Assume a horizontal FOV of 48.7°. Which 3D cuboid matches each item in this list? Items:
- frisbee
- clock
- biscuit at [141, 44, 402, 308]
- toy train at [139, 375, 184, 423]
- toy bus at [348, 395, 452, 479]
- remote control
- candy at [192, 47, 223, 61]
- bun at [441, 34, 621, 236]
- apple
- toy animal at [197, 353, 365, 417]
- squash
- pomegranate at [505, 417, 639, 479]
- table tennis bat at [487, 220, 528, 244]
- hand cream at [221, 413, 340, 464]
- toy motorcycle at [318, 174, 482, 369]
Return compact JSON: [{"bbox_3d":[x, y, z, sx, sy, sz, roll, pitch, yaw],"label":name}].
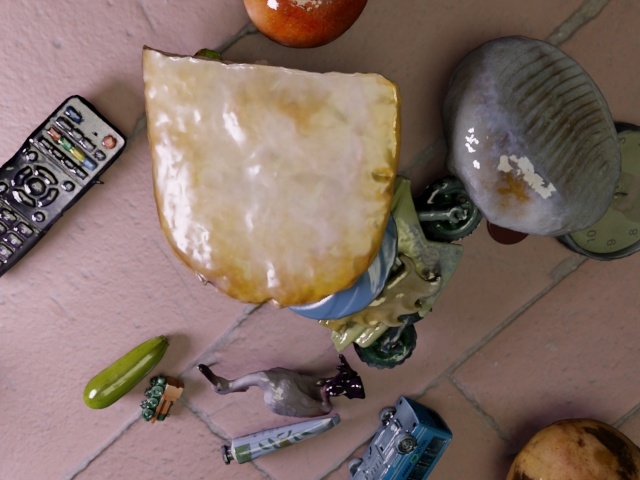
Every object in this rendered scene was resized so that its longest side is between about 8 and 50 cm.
[{"bbox_3d":[-0.002,0.001,1.260,0.290,0.049,0.289,-1,88,30],"label":"frisbee"},{"bbox_3d":[0.581,-0.092,1.398,0.281,0.055,0.280,-5,111,-13],"label":"clock"},{"bbox_3d":[-0.078,-0.101,1.179,0.430,0.104,0.446,2,105,11],"label":"biscuit"},{"bbox_3d":[-0.321,0.321,1.418,0.064,0.044,0.103,19,105,-25],"label":"toy train"},{"bbox_3d":[0.166,0.468,1.505,0.134,0.113,0.246,25,102,-22],"label":"toy bus"},{"bbox_3d":[-0.509,-0.075,1.242,0.399,0.062,0.144,-44,110,5],"label":"remote control"},{"bbox_3d":[-0.132,-0.296,1.239,0.194,0.058,0.062,3,149,-18],"label":"candy"},{"bbox_3d":[0.356,-0.171,1.230,0.362,0.361,0.211,33,143,-18],"label":"bun"},{"bbox_3d":[-0.016,-0.427,1.140,0.211,0.173,0.234,10,106,-12],"label":"apple"},{"bbox_3d":[-0.076,0.293,1.407,0.324,0.090,0.195,2,136,-5],"label":"toy animal"},{"bbox_3d":[-0.377,0.255,1.376,0.201,0.066,0.066,-40,110,-2],"label":"squash"},{"bbox_3d":[0.554,0.539,1.508,0.322,0.322,0.322,-3,109,-8],"label":"pomegranate"},{"bbox_3d":[0.405,-0.055,1.415,0.155,0.019,0.098,-41,109,9],"label":"table tennis bat"},{"bbox_3d":[-0.081,0.408,1.474,0.256,0.055,0.088,-18,152,-3],"label":"hand cream"},{"bbox_3d":[0.137,0.049,1.330,0.237,0.168,0.410,20,104,-13],"label":"toy motorcycle"}]
